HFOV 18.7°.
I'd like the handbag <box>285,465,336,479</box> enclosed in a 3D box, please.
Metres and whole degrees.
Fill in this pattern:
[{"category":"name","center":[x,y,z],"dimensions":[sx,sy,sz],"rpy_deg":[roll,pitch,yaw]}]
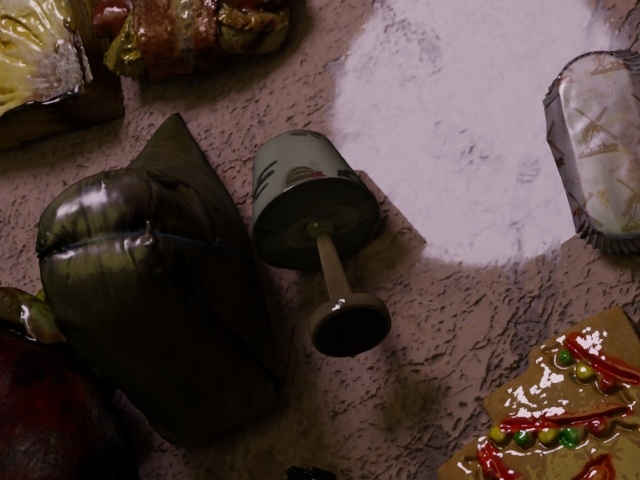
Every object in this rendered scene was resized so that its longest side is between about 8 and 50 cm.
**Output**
[{"category":"handbag","center":[0.015,0.330,1.637],"dimensions":[0.223,0.080,0.247],"rpy_deg":[19,80,32]}]

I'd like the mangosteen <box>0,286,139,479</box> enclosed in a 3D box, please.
[{"category":"mangosteen","center":[-0.312,0.187,1.732],"dimensions":[0.306,0.306,0.359],"rpy_deg":[-15,57,21]}]

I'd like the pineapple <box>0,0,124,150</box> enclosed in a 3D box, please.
[{"category":"pineapple","center":[-0.282,-0.184,1.986],"dimensions":[0.186,0.114,0.236],"rpy_deg":[26,94,32]}]

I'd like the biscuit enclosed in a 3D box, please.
[{"category":"biscuit","center":[0.212,0.165,1.626],"dimensions":[0.212,0.041,0.239],"rpy_deg":[14,78,32]}]

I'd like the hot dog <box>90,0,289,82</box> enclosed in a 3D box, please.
[{"category":"hot dog","center":[-0.129,-0.234,1.918],"dimensions":[0.213,0.103,0.146],"rpy_deg":[-14,64,20]}]

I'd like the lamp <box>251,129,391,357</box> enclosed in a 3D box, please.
[{"category":"lamp","center":[0.000,0.000,1.745],"dimensions":[0.121,0.121,0.215],"rpy_deg":[-29,48,14]}]

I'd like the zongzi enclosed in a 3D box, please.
[{"category":"zongzi","center":[-0.156,-0.037,1.731],"dimensions":[0.160,0.323,0.360],"rpy_deg":[-13,59,9]}]

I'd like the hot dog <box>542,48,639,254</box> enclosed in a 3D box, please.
[{"category":"hot dog","center":[0.255,-0.079,1.690],"dimensions":[0.108,0.059,0.191],"rpy_deg":[-17,65,18]}]
